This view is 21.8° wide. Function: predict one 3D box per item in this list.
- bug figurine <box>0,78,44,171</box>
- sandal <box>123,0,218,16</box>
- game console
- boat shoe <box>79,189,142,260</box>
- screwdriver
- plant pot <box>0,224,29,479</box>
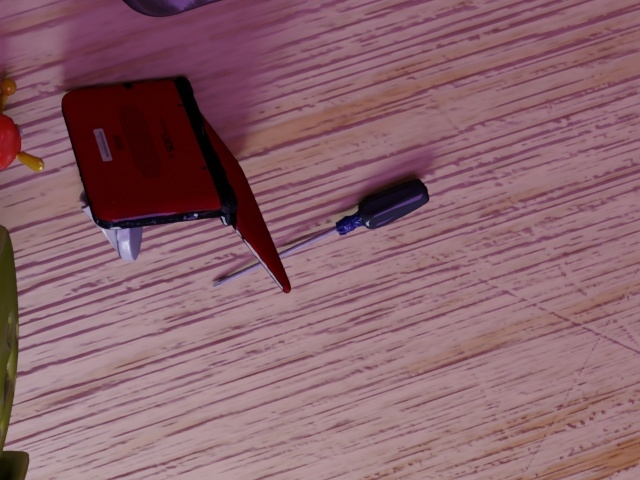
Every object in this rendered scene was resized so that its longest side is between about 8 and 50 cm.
[{"bbox_3d":[-0.229,-0.146,0.955,0.216,0.072,0.279,16,125,-23],"label":"bug figurine"},{"bbox_3d":[-0.022,-0.189,1.001,0.219,0.060,0.090,-22,132,-1],"label":"sandal"},{"bbox_3d":[-0.092,-0.031,1.048,0.124,0.144,0.085,-8,128,-14],"label":"game console"},{"bbox_3d":[-0.143,-0.027,1.112,0.035,0.035,0.100,3,136,12],"label":"boat shoe"},{"bbox_3d":[0.000,0.000,1.187,0.170,0.025,0.024,-28,131,2],"label":"screwdriver"},{"bbox_3d":[-0.300,0.134,0.999,0.227,0.228,0.207,-2,120,6],"label":"plant pot"}]
